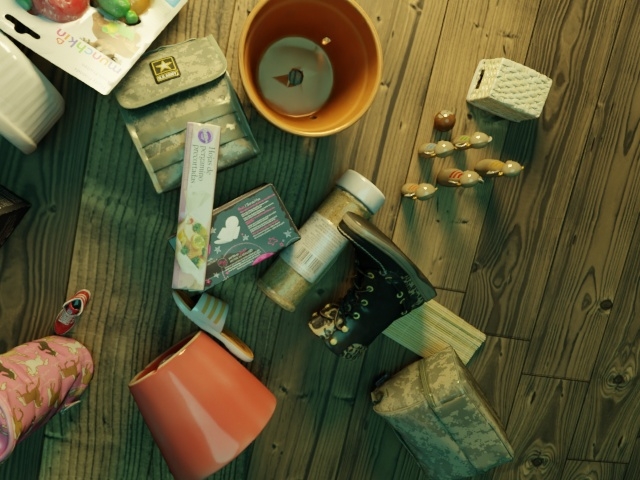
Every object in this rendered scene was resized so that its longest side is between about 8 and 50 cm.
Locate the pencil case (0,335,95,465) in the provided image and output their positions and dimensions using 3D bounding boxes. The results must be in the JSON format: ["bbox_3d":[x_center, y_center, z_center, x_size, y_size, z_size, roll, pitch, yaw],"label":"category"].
[{"bbox_3d":[-0.579,0.299,0.924,0.167,0.386,0.160,31,87,-5],"label":"pencil case"}]

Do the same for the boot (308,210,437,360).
[{"bbox_3d":[0.089,0.123,1.130,0.284,0.138,0.377,-44,136,6],"label":"boot"}]

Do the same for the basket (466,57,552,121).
[{"bbox_3d":[0.474,-0.377,1.203,0.167,0.103,0.113,16,97,-16],"label":"basket"}]

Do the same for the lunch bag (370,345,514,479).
[{"bbox_3d":[0.310,0.465,1.260,0.256,0.212,0.305,-32,104,13],"label":"lunch bag"}]

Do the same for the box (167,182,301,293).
[{"bbox_3d":[-0.192,-0.016,1.078,0.247,0.163,0.142,-28,103,-6],"label":"box"}]

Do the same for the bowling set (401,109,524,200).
[{"bbox_3d":[0.322,-0.215,1.169,0.287,0.154,0.199,-20,104,-10],"label":"bowling set"}]

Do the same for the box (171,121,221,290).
[{"bbox_3d":[-0.242,-0.064,0.938,0.063,0.067,0.323,6,98,-13],"label":"box"}]

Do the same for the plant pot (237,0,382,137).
[{"bbox_3d":[-0.038,-0.366,1.032,0.291,0.203,0.290,-3,101,-13],"label":"plant pot"}]

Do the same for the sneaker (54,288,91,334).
[{"bbox_3d":[-0.562,0.166,1.072,0.042,0.067,0.118,33,91,-16],"label":"sneaker"}]

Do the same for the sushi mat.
[{"bbox_3d":[0.301,0.246,1.317,0.317,0.019,0.151,33,92,-17],"label":"sushi mat"}]

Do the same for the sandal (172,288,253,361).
[{"bbox_3d":[-0.238,0.184,1.143,0.076,0.102,0.265,-46,115,-4],"label":"sandal"}]

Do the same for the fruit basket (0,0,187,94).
[{"bbox_3d":[-0.443,-0.483,0.876,0.327,0.165,0.352,33,55,-16],"label":"fruit basket"}]

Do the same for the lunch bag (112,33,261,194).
[{"bbox_3d":[-0.286,-0.271,1.012,0.236,0.169,0.286,-23,99,-8],"label":"lunch bag"}]

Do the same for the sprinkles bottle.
[{"bbox_3d":[0.000,0.000,1.149,0.121,0.121,0.355,40,89,-17],"label":"sprinkles bottle"}]

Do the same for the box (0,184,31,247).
[{"bbox_3d":[-0.773,-0.078,0.852,0.343,0.312,0.178,37,90,-16],"label":"box"}]

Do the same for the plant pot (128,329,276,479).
[{"bbox_3d":[-0.278,0.356,1.086,0.275,0.275,0.243,-36,97,-5],"label":"plant pot"}]

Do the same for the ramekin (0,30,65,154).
[{"bbox_3d":[-0.604,-0.301,0.886,0.127,0.273,0.273,-47,107,-13],"label":"ramekin"}]
